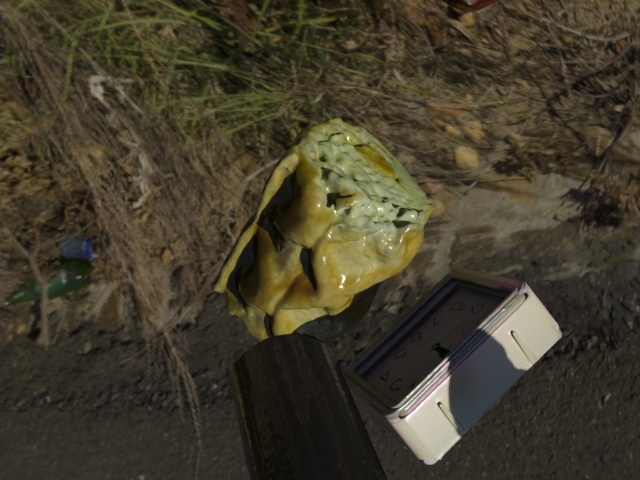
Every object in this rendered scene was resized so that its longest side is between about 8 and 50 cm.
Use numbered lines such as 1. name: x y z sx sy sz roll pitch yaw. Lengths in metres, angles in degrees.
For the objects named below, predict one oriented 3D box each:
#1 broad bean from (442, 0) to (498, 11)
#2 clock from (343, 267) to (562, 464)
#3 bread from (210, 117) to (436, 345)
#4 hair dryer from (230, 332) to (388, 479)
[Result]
1. broad bean: 0.216 -0.370 0.775 0.228 0.122 0.156 -43 95 2
2. clock: 0.130 0.120 0.695 0.192 0.147 0.071 -41 105 -10
3. bread: -0.002 0.002 0.822 0.238 0.196 0.252 50 125 34
4. hair dryer: -0.053 0.211 0.472 0.251 0.089 0.197 -50 35 20
